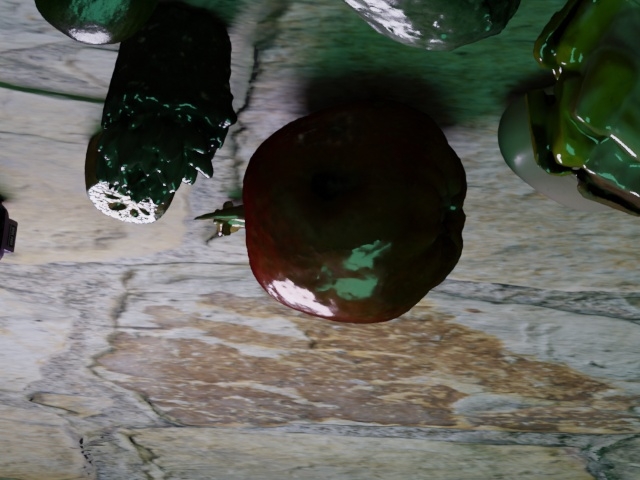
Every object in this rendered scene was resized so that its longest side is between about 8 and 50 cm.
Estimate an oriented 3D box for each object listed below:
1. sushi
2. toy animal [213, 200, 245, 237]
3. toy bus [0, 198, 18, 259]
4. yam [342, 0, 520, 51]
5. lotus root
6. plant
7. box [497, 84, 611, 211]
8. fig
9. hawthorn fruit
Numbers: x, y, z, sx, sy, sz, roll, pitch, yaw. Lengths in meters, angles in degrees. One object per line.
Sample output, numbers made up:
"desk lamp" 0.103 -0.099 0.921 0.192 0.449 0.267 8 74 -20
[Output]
"sushi" 0.342 -0.174 1.549 0.285 0.329 0.328 8 120 18
"toy animal" 0.005 -0.003 2.229 0.275 0.054 0.149 17 154 -29
"toy bus" -0.469 -0.005 2.263 0.178 0.087 0.098 -14 150 39
"yam" 0.054 -0.295 1.482 0.195 0.195 0.300 -13 148 32
"lotus root" -0.223 -0.077 2.097 0.112 0.081 0.122 13 153 -1
"plant" -0.155 -0.133 1.831 0.132 0.195 0.129 10 158 -10
"box" 0.284 -0.099 1.951 0.146 0.088 0.200 -19 146 37
"fig" -0.194 -0.264 1.687 0.117 0.117 0.177 16 135 -23
"hawthorn fruit" 0.038 -0.032 1.966 0.258 0.258 0.261 27 165 -38
